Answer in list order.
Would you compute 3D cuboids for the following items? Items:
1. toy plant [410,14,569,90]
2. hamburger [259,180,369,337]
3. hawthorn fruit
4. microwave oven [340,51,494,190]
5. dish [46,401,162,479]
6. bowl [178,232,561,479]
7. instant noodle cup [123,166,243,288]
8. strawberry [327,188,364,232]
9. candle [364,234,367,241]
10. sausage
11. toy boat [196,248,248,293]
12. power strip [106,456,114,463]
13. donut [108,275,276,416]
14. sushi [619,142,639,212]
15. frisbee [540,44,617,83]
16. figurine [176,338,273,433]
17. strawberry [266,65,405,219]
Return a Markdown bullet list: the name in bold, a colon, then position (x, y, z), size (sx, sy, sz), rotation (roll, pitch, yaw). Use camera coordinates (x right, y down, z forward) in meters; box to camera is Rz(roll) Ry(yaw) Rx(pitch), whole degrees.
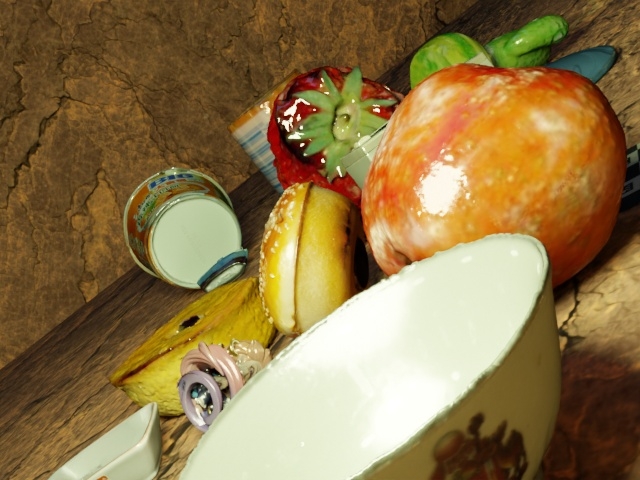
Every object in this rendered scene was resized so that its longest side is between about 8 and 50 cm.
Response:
- **toy plant**: position (0.349, -0.349, 1.859), size (0.315, 0.185, 0.224), rotation (-23, -15, -25)
- **hamburger**: position (-0.013, 0.031, 1.259), size (0.147, 0.237, 0.237), rotation (-2, 21, 12)
- **hawthorn fruit**: position (0.180, -0.052, 0.973), size (0.284, 0.284, 0.284), rotation (-35, 12, 8)
- **microwave oven**: position (0.185, -0.131, 1.385), size (0.240, 0.194, 0.145), rotation (-39, 7, -13)
- **dish**: position (-0.312, 0.336, 1.295), size (0.234, 0.064, 0.154), rotation (-35, 12, 4)
- **bowl**: position (0.065, 0.154, 0.699), size (0.337, 0.158, 0.337), rotation (-34, 11, 8)
- **instant noodle cup**: position (-0.318, -0.014, 2.203), size (0.296, 0.296, 0.214), rotation (-38, 21, -8)
- **strawberry**: position (-0.003, -0.006, 1.599), size (0.148, 0.131, 0.131), rotation (-30, 11, -10)
- **candle**: position (0.128, -0.054, 1.641), size (0.167, 0.026, 0.021), rotation (-43, 9, -28)
- **sausage**: position (-0.055, -0.231, 2.215), size (0.233, 0.287, 0.233), rotation (-39, 10, 8)
- **toy boat**: position (-0.217, 0.067, 2.070), size (0.137, 0.060, 0.061), rotation (-38, 33, 10)
- **power strip**: position (-0.331, 0.339, 1.416), size (0.123, 0.032, 0.056), rotation (-25, 18, 41)
- **donut**: position (-0.194, 0.174, 1.486), size (0.303, 0.110, 0.303), rotation (-35, 9, 7)
- **sushi**: position (0.290, -0.060, 1.139), size (0.215, 0.050, 0.192), rotation (-30, 14, 31)
- **frisbee**: position (0.400, -0.280, 1.676), size (0.289, 0.049, 0.289), rotation (-35, 12, 9)
- **figurine**: position (-0.134, 0.183, 1.266), size (0.114, 0.126, 0.157), rotation (12, 30, 11)
- **strawberry**: position (0.042, -0.180, 1.727), size (0.291, 0.292, 0.310), rotation (-37, 2, -2)
